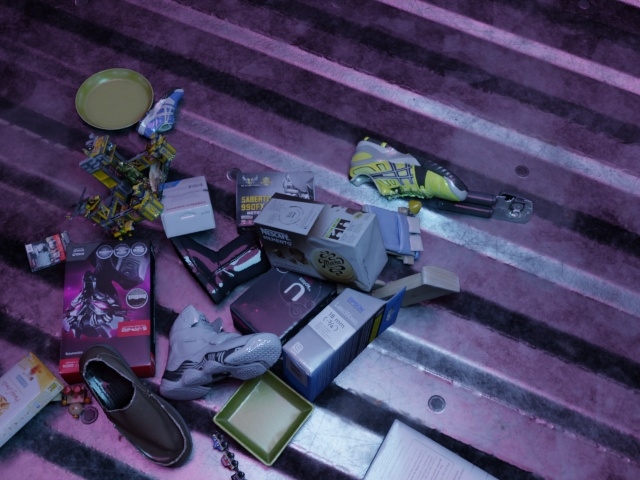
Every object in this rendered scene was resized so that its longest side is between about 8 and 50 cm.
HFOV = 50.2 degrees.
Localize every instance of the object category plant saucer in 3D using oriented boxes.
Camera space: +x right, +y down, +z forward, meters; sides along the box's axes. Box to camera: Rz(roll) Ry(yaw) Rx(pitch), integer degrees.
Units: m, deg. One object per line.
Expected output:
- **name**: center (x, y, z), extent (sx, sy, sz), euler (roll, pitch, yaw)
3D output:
- **plant saucer**: center (-0.647, -0.440, 2.161), extent (0.241, 0.037, 0.241), euler (1, 64, -2)
- **plant saucer**: center (-0.142, 0.444, 1.732), extent (0.188, 0.045, 0.188), euler (35, 66, 15)

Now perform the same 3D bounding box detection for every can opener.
- **can opener**: center (0.494, -0.116, 2.053), extent (0.283, 0.076, 0.095), euler (11, 31, 3)

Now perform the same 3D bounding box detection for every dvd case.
- **dvd case**: center (-0.763, 0.031, 1.928), extent (0.119, 0.013, 0.087), euler (-20, 66, -14)

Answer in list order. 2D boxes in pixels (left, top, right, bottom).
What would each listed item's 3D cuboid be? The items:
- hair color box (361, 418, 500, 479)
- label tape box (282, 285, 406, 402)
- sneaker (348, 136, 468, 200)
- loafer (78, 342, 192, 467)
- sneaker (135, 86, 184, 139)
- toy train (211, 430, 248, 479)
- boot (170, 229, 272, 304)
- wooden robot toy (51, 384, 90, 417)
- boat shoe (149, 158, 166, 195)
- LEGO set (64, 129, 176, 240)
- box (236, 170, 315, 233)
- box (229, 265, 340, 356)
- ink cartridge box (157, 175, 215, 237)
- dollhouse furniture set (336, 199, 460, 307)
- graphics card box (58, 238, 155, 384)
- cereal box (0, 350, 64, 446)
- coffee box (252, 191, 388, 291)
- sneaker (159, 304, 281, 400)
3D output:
- **hair color box**: center (0.294, 0.611, 1.633), extent (0.374, 0.114, 0.185), euler (29, 65, 12)
- **label tape box**: center (0.056, 0.237, 1.741), extent (0.106, 0.241, 0.333), euler (42, 67, 19)
- **sneaker**: center (0.254, -0.176, 2.005), extent (0.384, 0.145, 0.147), euler (25, 87, 33)
- **loafer**: center (-0.458, 0.409, 1.640), extent (0.134, 0.130, 0.366), euler (-44, 92, -5)
- **sneaker**: center (-0.487, -0.393, 2.135), extent (0.081, 0.080, 0.211), euler (37, 66, -9)
- **toy train**: center (-0.227, 0.544, 1.689), extent (0.036, 0.027, 0.158), euler (-32, 69, -6)
- **boot**: center (-0.275, 0.032, 1.908), extent (0.207, 0.094, 0.246), euler (-36, 72, -18)
- **wooden robot toy**: center (-0.626, 0.406, 1.715), extent (0.173, 0.076, 0.079), euler (-4, 74, -5)
- **boat shoe**: center (-0.483, -0.192, 2.036), extent (0.045, 0.050, 0.135), euler (-9, 64, -1)
- **LEGO set**: center (-0.555, -0.187, 1.882), extent (0.255, 0.192, 0.331), euler (-14, 49, 31)
- **box**: center (-0.131, -0.112, 2.011), extent (0.231, 0.056, 0.183), euler (-1, 64, -4)
- **box**: center (-0.088, 0.164, 1.823), extent (0.165, 0.143, 0.270), euler (41, 68, 17)
- **ink cartridge box**: center (-0.379, -0.099, 1.931), extent (0.139, 0.082, 0.191), euler (-12, 34, -9)
- **dollhouse furniture set**: center (0.205, -0.003, 1.821), extent (0.286, 0.198, 0.303), euler (15, 63, -38)
- **graphics card box**: center (-0.559, 0.182, 1.818), extent (0.232, 0.094, 0.371), euler (-4, 62, -5)
- **cereal box**: center (-0.766, 0.400, 1.678), extent (0.173, 0.047, 0.240), euler (22, 58, 43)
- **coffee box**: center (0.000, 0.000, 1.695), extent (0.297, 0.168, 0.119), euler (14, 53, 30)
- **sneaker**: center (-0.258, 0.250, 1.706), extent (0.365, 0.137, 0.210), euler (-27, 53, 27)
